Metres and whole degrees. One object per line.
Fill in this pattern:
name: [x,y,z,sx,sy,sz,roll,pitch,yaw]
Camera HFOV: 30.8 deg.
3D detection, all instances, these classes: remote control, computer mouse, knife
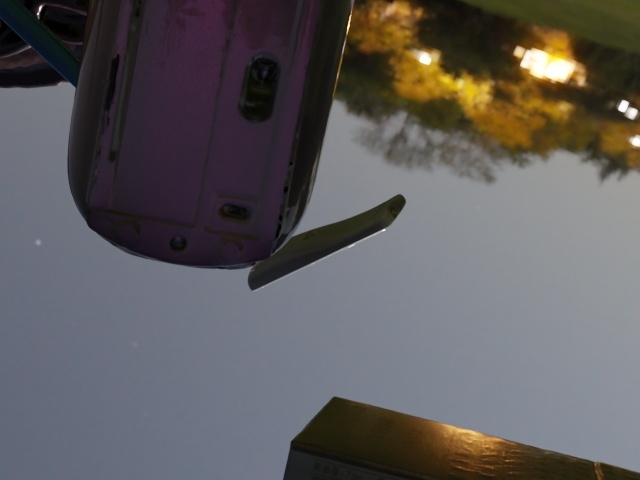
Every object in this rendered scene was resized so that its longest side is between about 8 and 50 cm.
remote control: [0.000,0.000,1.054,0.027,0.184,0.050,52,-138,-14]
computer mouse: [-0.060,-0.136,0.691,0.158,0.310,0.072,10,-167,-7]
knife: [-0.204,-0.158,0.739,0.296,0.026,0.044,43,176,-7]

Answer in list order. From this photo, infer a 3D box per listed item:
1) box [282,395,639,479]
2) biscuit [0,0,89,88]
box: [0.145,0.200,0.937,0.325,0.047,0.180,12,-174,10]
biscuit: [-0.356,-0.286,1.152,0.407,0.407,0.091,17,-123,-22]
